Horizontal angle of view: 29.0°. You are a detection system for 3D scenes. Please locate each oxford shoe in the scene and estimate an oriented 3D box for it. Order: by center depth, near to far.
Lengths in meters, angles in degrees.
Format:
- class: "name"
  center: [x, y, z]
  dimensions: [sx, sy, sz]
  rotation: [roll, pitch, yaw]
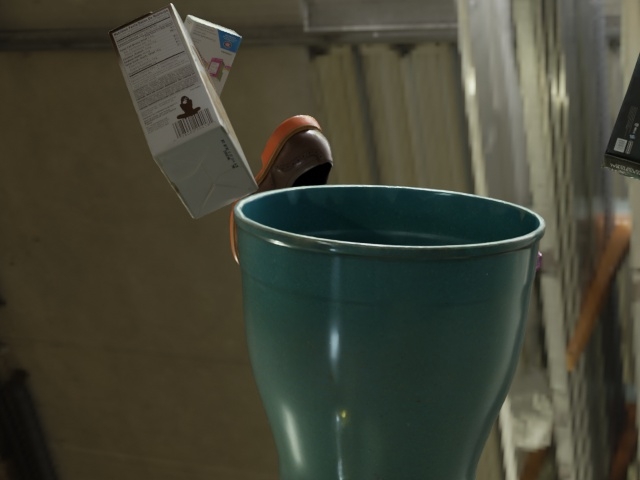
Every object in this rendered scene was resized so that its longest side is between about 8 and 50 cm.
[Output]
- class: "oxford shoe"
  center: [-0.056, -0.044, 1.756]
  dimensions: [0.097, 0.098, 0.271]
  rotation: [-7, -43, -32]

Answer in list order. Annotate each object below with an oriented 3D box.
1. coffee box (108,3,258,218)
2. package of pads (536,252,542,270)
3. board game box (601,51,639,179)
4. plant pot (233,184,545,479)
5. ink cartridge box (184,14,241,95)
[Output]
- class: "coffee box"
  center: [-0.180, -0.170, 1.610]
  dimensions: [0.141, 0.098, 0.246]
  rotation: [64, -178, -52]
- class: "package of pads"
  center: [0.252, 0.006, 1.610]
  dimensions: [0.032, 0.083, 0.050]
  rotation: [-35, -21, -8]
- class: "board game box"
  center: [0.362, -0.130, 1.218]
  dimensions: [0.026, 0.126, 0.186]
  rotation: [88, -156, -56]
- class: "plant pot"
  center: [0.054, 0.098, 1.106]
  dimensions: [0.271, 0.271, 0.255]
  rotation: [-25, -60, -63]
- class: "ink cartridge box"
  center: [-0.193, -0.293, 2.017]
  dimensions: [0.088, 0.052, 0.122]
  rotation: [16, -75, -25]
